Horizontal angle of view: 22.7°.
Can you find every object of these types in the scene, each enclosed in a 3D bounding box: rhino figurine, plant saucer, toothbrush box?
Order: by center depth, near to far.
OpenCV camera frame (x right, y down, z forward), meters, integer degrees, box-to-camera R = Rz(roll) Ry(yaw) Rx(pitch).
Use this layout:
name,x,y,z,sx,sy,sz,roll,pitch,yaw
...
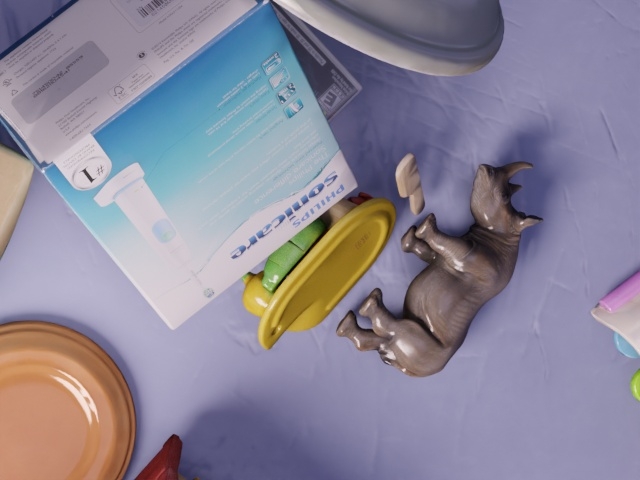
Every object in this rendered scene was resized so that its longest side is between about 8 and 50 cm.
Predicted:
name,x,y,z,sx,sy,sz,roll,pitch,yaw
plant saucer,0.014,-0.307,1.318,0.400,0.400,0.100,33,119,-12
toothbrush box,-0.117,-0.086,1.322,0.216,0.295,0.126,-39,58,-5
plant saucer,-0.267,0.174,1.459,0.200,0.037,0.199,-1,93,-13
rhino figurine,0.128,0.023,1.518,0.106,0.073,0.243,38,84,-8

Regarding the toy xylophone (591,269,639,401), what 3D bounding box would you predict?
name,x,y,z,sx,sy,sz,roll,pitch,yaw
toy xylophone,0.428,0.148,1.584,0.236,0.081,0.322,-27,98,-9

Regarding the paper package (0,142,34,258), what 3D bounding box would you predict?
name,x,y,z,sx,sy,sz,roll,pitch,yaw
paper package,-0.443,0.012,1.347,0.310,0.168,0.324,27,87,-14

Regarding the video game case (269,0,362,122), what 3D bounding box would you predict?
name,x,y,z,sx,sy,sz,roll,pitch,yaw
video game case,-0.085,-0.151,1.488,0.173,0.022,0.190,-45,101,-6

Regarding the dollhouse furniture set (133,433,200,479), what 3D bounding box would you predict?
name,x,y,z,sx,sy,sz,roll,pitch,yaw
dollhouse furniture set,-0.184,0.387,1.454,0.201,0.152,0.374,42,101,-12

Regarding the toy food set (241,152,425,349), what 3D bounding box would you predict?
name,x,y,z,sx,sy,sz,roll,pitch,yaw
toy food set,0.000,0.000,1.482,0.071,0.128,0.218,41,86,22
